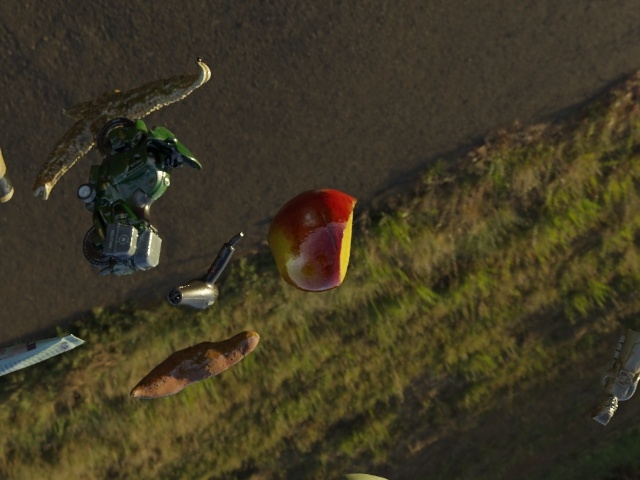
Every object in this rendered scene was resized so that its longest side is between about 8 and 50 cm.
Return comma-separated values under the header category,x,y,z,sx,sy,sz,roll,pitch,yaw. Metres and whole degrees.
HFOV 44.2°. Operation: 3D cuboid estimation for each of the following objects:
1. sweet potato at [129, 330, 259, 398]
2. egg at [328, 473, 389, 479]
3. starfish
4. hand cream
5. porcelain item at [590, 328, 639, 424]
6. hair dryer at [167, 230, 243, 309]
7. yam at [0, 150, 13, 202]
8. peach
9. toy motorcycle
category,x,y,z,sx,sy,sz,roll,pitch,yaw
sweet potato,-0.321,0.314,1.997,0.354,0.095,0.106,-22,179,-21
egg,0.067,0.459,0.940,0.258,0.352,0.258,-15,160,-5
starfish,-0.450,-0.226,1.728,0.432,0.324,0.082,-3,154,24
hand cream,-0.625,0.241,1.514,0.331,0.058,0.085,-14,161,-4
porcelain item,0.653,0.300,1.716,0.213,0.084,0.054,-59,169,-9
hair dryer,-0.307,0.074,2.185,0.272,0.091,0.235,-58,165,8
yam,-0.680,-0.223,1.543,0.081,0.081,0.357,-18,134,-16
peach,0.000,0.000,1.496,0.192,0.190,0.190,-27,151,20
toy motorcycle,-0.292,-0.075,1.285,0.187,0.275,0.125,1,164,11
